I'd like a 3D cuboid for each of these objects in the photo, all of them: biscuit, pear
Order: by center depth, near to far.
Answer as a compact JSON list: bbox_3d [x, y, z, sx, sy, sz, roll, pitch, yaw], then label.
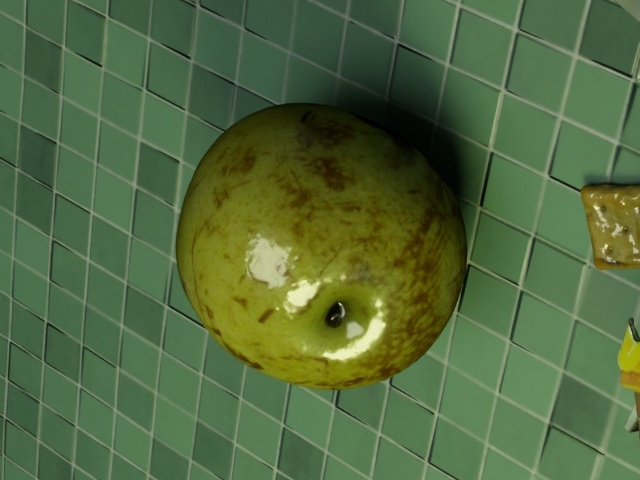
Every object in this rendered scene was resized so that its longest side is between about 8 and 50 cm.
[{"bbox_3d":[0.273,-0.011,1.600,0.083,0.018,0.081,2,110,41],"label":"biscuit"},{"bbox_3d":[0.000,0.000,1.684,0.283,0.283,0.284,19,122,34],"label":"pear"}]

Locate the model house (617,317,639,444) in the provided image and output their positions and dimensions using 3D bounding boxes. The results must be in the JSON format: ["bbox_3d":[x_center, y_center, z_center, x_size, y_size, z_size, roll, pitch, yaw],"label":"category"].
[{"bbox_3d":[0.367,0.131,1.383,0.357,0.242,0.313,10,111,62],"label":"model house"}]

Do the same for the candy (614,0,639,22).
[{"bbox_3d":[0.253,-0.251,1.431,0.174,0.071,0.138,37,137,-16],"label":"candy"}]
